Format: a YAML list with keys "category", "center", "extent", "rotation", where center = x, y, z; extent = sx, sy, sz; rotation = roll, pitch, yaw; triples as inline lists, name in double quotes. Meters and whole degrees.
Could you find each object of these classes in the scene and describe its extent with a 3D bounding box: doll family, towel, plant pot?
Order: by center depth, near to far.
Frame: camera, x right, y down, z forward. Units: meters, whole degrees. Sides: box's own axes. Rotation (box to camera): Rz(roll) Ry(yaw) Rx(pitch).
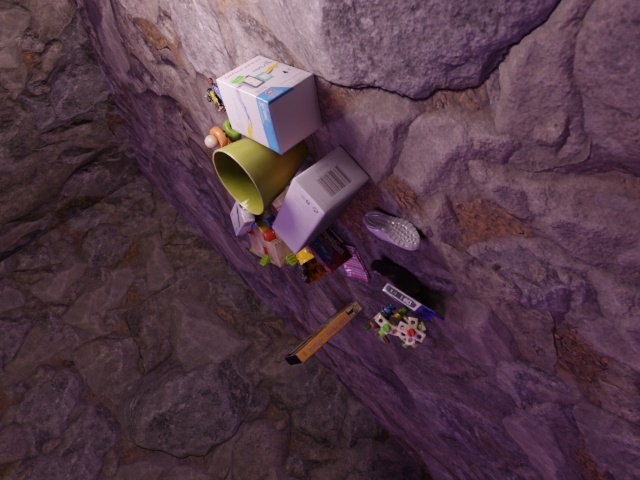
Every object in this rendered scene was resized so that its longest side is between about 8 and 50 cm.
- category: "plant pot"
  center: [-0.199, -0.292, 1.577]
  extent: [0.275, 0.293, 0.274]
  rotation: [38, 154, 23]
- category: "doll family"
  center: [-0.438, -0.620, 1.786]
  extent: [0.111, 0.076, 0.193]
  rotation: [58, 150, -8]
- category: "towel"
  center: [0.138, 0.096, 1.895]
  extent: [0.144, 0.029, 0.197]
  rotation: [12, 136, 53]

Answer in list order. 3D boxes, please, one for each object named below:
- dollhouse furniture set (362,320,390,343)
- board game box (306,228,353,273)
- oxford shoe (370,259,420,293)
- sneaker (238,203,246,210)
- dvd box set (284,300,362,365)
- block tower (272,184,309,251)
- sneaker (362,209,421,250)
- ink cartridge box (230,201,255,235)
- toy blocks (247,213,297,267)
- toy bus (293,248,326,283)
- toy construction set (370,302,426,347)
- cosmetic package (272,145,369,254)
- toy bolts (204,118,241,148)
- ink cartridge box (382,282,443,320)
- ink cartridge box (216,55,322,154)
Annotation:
- category: "dollhouse furniture set"
  center: [0.288, 0.491, 2.178]
  extent: [0.151, 0.058, 0.076]
  rotation: [56, 156, -15]
- category: "board game box"
  center: [0.000, 0.000, 1.817]
  extent: [0.281, 0.145, 0.027]
  rotation: [49, 143, 12]
- category: "oxford shoe"
  center: [0.302, 0.141, 1.658]
  extent: [0.212, 0.076, 0.076]
  rotation: [33, -178, 26]
- category: "sneaker"
  center: [-0.367, -0.243, 2.101]
  extent: [0.226, 0.163, 0.086]
  rotation: [38, 155, 27]
- category: "dvd box set"
  center: [0.010, 0.492, 2.211]
  extent: [0.062, 0.420, 0.307]
  rotation: [51, 157, 4]
- category: "block tower"
  center: [-0.109, -0.107, 1.943]
  extent: [0.335, 0.091, 0.097]
  rotation: [55, 155, -12]
- category: "sneaker"
  center: [0.256, -0.026, 1.469]
  extent: [0.235, 0.090, 0.095]
  rotation: [35, 165, 37]
- category: "ink cartridge box"
  center: [-0.444, -0.187, 2.301]
  extent: [0.296, 0.066, 0.261]
  rotation: [145, 111, -66]
- category: "toy blocks"
  center: [-0.290, -0.022, 2.314]
  extent: [0.381, 0.191, 0.261]
  rotation: [21, 131, 49]
- category: "toy bus"
  center: [-0.069, 0.082, 2.111]
  extent: [0.211, 0.149, 0.220]
  rotation: [50, 162, 32]
- category: "toy construction set"
  center: [0.322, 0.349, 1.677]
  extent: [0.215, 0.151, 0.328]
  rotation: [44, 180, 15]
- category: "cosmetic package"
  center: [-0.018, -0.133, 1.584]
  extent: [0.161, 0.230, 0.453]
  rotation: [48, 155, 4]
- category: "toy bolts"
  center: [-0.433, -0.410, 1.969]
  extent: [0.228, 0.158, 0.218]
  rotation: [50, 156, -1]
- category: "ink cartridge box"
  center: [0.360, 0.253, 1.627]
  extent: [0.208, 0.045, 0.206]
  rotation: [31, 176, 33]
- category: "ink cartridge box"
  center: [-0.168, -0.456, 1.402]
  extent: [0.270, 0.198, 0.197]
  rotation: [32, 151, 32]
